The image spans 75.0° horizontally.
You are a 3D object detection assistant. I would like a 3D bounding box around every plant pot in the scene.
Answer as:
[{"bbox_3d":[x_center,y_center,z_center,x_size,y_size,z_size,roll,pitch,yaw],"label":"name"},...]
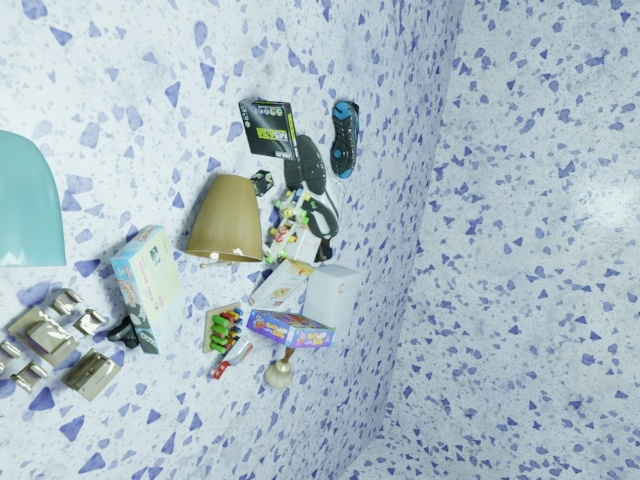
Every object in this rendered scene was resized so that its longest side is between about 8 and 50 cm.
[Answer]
[{"bbox_3d":[-0.613,-0.070,0.728,0.293,0.293,0.235,3,86,-58],"label":"plant pot"},{"bbox_3d":[-0.285,-0.070,1.313,0.237,0.237,0.254,20,73,-59],"label":"plant pot"}]

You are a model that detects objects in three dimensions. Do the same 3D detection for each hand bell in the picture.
[{"bbox_3d":[-0.149,0.508,1.785,0.126,0.126,0.242,-29,148,-49],"label":"hand bell"}]

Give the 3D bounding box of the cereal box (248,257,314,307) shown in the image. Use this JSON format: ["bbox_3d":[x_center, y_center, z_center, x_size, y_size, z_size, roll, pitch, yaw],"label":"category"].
[{"bbox_3d":[-0.154,0.176,1.670,0.240,0.047,0.173,-47,152,15],"label":"cereal box"}]

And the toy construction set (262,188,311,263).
[{"bbox_3d":[-0.155,-0.036,1.576,0.328,0.151,0.215,-47,165,-25],"label":"toy construction set"}]

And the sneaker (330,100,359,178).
[{"bbox_3d":[0.129,-0.446,1.863,0.139,0.125,0.341,-32,132,-54],"label":"sneaker"}]

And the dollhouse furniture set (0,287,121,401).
[{"bbox_3d":[-0.634,0.265,1.017,0.212,0.161,0.242,-51,120,-32],"label":"dollhouse furniture set"}]

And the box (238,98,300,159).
[{"bbox_3d":[-0.167,-0.364,1.369,0.045,0.190,0.184,-46,140,-41],"label":"box"}]

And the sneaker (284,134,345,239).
[{"bbox_3d":[-0.014,-0.252,1.747,0.257,0.169,0.447,-70,147,-55],"label":"sneaker"}]

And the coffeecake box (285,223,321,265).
[{"bbox_3d":[-0.075,0.028,1.809,0.142,0.068,0.185,29,79,-57],"label":"coffeecake box"}]

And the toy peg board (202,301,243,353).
[{"bbox_3d":[-0.337,0.327,1.524,0.160,0.079,0.161,-10,112,-56],"label":"toy peg board"}]

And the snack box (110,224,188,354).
[{"bbox_3d":[-0.471,0.141,1.181,0.187,0.060,0.322,-72,161,-59],"label":"snack box"}]

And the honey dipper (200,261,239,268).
[{"bbox_3d":[-0.348,0.082,1.444,0.160,0.030,0.030,-9,111,-54],"label":"honey dipper"}]

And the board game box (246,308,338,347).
[{"bbox_3d":[-0.110,0.371,1.755,0.347,0.233,0.078,23,85,-59],"label":"board game box"}]

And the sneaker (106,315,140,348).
[{"bbox_3d":[-0.531,0.266,1.163,0.170,0.051,0.089,-103,-179,-77],"label":"sneaker"}]

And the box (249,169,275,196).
[{"bbox_3d":[-0.214,-0.205,1.498,0.083,0.052,0.062,-49,140,-33],"label":"box"}]

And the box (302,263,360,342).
[{"bbox_3d":[0.044,0.310,2.032,0.215,0.168,0.345,-6,109,-56],"label":"box"}]

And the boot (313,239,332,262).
[{"bbox_3d":[0.000,0.000,1.928,0.082,0.106,0.219,17,61,-29],"label":"boot"}]

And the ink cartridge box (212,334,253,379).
[{"bbox_3d":[-0.326,0.452,1.572,0.179,0.045,0.145,-56,169,-22],"label":"ink cartridge box"}]
